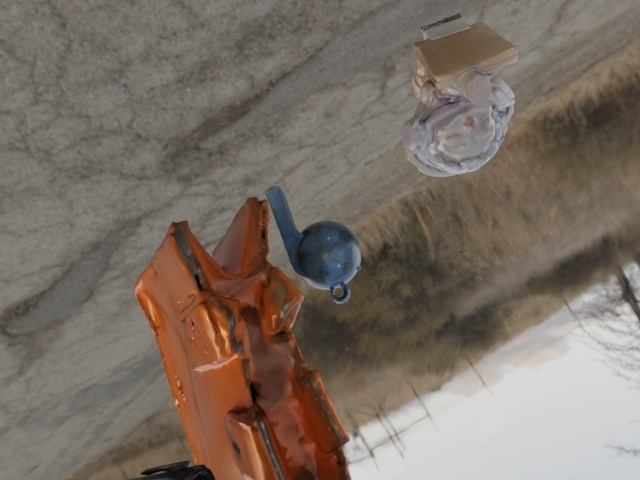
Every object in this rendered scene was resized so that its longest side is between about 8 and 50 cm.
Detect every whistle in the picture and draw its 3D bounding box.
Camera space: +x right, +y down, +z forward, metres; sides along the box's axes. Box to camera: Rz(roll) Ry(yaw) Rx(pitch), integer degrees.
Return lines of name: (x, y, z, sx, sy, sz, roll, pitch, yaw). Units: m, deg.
whistle: (0.000, 0.000, 0.785, 0.090, 0.158, 0.090, -19, 174, -2)

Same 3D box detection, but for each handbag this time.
handbag: (-0.071, 0.192, 0.682, 0.116, 0.410, 0.303, -18, 173, -23)

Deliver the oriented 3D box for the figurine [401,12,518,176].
figurine: (0.186, -0.167, 0.870, 0.162, 0.141, 0.237, -20, 144, -7)

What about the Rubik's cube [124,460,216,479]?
Rubik's cube: (-0.157, 0.340, 0.367, 0.310, 0.305, 0.307, -1, -173, -24)
